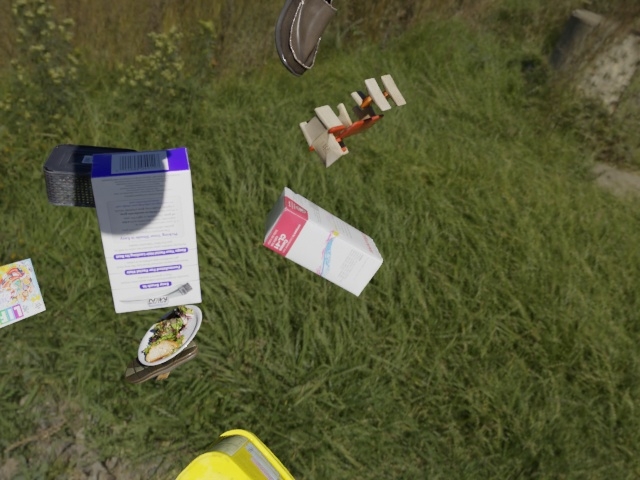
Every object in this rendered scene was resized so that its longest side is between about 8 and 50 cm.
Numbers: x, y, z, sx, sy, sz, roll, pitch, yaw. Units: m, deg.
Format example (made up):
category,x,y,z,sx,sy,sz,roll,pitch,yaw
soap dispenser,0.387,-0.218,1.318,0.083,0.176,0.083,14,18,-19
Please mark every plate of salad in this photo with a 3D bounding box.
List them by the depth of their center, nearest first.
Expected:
category,x,y,z,sx,sy,sz,roll,pitch,yaw
plate of salad,-0.399,0.238,1.571,0.048,0.199,0.200,56,16,-31

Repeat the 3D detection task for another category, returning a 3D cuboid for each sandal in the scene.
category,x,y,z,sx,sy,sz,roll,pitch,yaw
sandal,-0.417,0.330,1.596,0.219,0.060,0.090,-24,37,3

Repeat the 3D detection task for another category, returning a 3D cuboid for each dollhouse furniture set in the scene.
category,x,y,z,sx,sy,sz,roll,pitch,yaw
dollhouse furniture set,0.075,-0.293,1.599,0.259,0.262,0.135,-27,84,-46

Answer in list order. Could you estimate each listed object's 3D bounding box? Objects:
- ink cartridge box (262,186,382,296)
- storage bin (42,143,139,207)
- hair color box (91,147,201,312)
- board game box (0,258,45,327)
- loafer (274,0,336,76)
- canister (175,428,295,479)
category,x,y,z,sx,sy,sz,roll,pitch,yaw
ink cartridge box,0.000,0.000,1.683,0.306,0.131,0.226,31,14,-13
storage bin,-0.484,-0.138,1.289,0.180,0.084,0.122,4,36,-9
hair color box,-0.354,-0.016,1.253,0.185,0.339,0.110,-6,35,-14
board game box,-0.576,0.101,1.077,0.026,0.104,0.154,-10,9,26
loafer,-0.018,-0.391,1.033,0.078,0.220,0.080,3,-10,39
canister,-0.076,0.256,0.598,0.073,0.170,0.126,-43,81,-8
